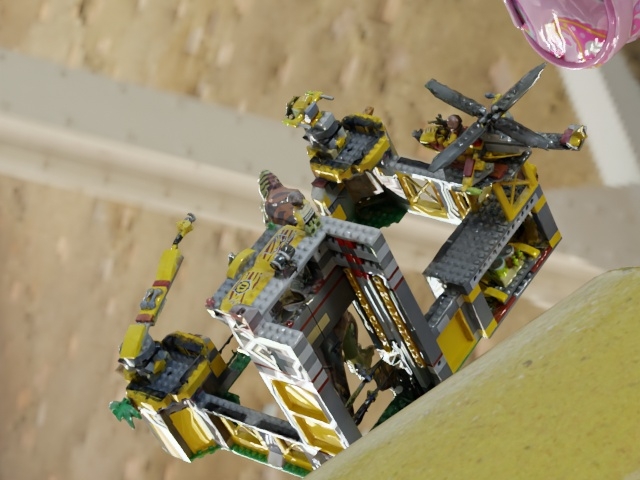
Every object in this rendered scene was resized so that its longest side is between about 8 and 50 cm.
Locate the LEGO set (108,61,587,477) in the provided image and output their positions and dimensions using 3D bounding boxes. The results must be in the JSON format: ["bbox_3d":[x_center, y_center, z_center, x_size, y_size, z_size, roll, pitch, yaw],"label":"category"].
[{"bbox_3d":[0.000,0.000,1.183,0.255,0.192,0.331,25,-117,43],"label":"LEGO set"}]

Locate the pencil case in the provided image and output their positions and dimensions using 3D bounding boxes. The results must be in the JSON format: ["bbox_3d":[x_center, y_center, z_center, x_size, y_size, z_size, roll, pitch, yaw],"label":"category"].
[{"bbox_3d":[0.252,-0.239,1.328,0.284,0.124,0.124,-40,-168,-28],"label":"pencil case"}]

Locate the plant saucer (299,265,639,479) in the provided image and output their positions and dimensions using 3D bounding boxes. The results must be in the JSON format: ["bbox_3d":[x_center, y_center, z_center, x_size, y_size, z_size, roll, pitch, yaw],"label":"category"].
[{"bbox_3d":[0.046,0.143,0.676,0.332,0.333,0.081,-33,-115,-3],"label":"plant saucer"}]
